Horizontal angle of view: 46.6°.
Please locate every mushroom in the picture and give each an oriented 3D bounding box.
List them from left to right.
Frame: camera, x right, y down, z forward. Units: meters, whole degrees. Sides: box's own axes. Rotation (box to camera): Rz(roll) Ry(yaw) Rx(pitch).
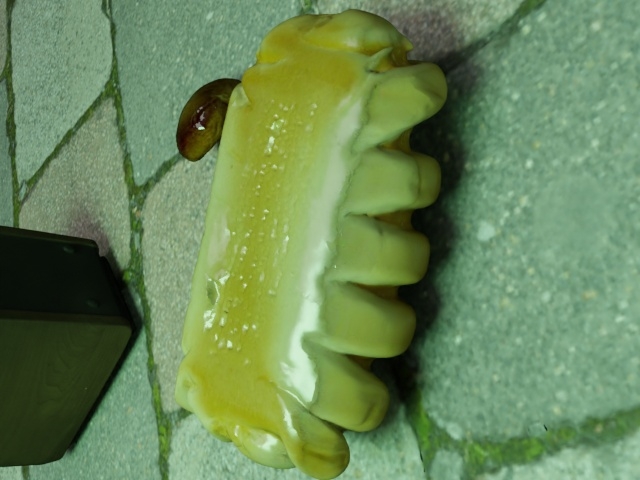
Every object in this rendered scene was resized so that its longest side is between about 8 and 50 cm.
[{"bbox_3d":[-0.088,-0.102,0.677,0.088,0.073,0.129,-43,48,-6],"label":"mushroom"}]

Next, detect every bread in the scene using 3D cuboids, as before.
[{"bbox_3d":[0.000,0.000,0.519,0.172,0.121,0.312,17,95,45],"label":"bread"}]

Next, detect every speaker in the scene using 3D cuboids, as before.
[{"bbox_3d":[-0.342,0.122,0.820,0.231,0.192,0.153,-57,47,24],"label":"speaker"}]
